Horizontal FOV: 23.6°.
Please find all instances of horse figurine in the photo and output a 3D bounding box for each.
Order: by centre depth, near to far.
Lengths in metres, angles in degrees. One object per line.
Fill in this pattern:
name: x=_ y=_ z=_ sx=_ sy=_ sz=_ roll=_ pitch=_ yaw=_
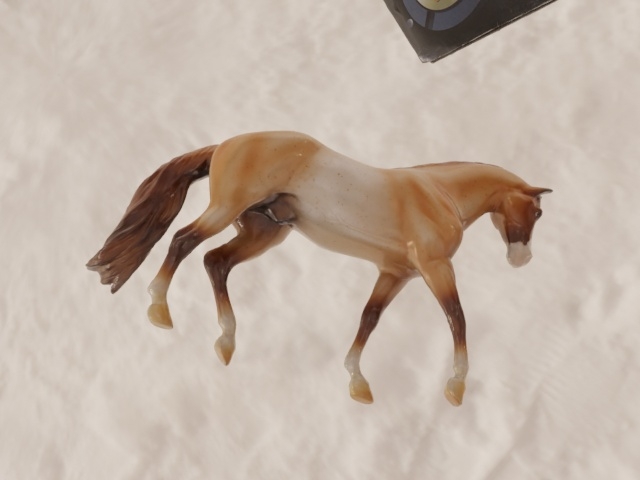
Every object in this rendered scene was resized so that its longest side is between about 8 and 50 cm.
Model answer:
horse figurine: x=0.000 y=0.000 z=0.897 sx=0.263 sy=0.066 sz=0.174 roll=14 pitch=62 yaw=2

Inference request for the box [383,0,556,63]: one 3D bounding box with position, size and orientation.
box: x=0.066 y=-0.169 z=0.533 sx=0.147 sy=0.077 sz=0.180 roll=57 pitch=44 yaw=-11
